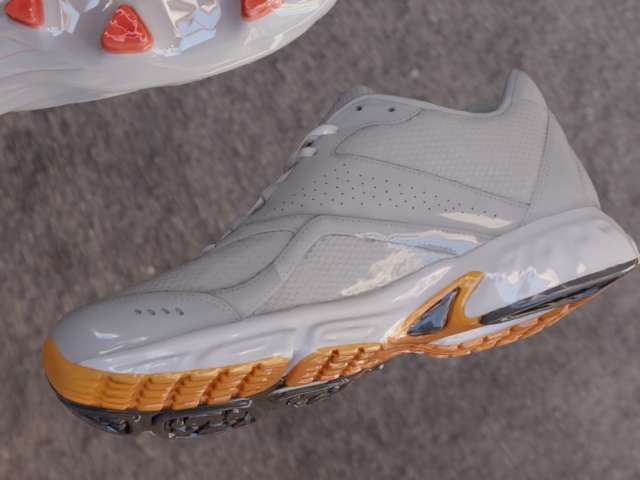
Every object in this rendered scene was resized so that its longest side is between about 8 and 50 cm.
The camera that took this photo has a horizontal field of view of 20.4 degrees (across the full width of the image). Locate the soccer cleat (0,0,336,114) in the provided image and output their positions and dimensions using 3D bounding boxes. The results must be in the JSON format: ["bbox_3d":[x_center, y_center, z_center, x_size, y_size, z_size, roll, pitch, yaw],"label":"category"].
[{"bbox_3d":[-0.087,-0.059,0.450,0.196,0.076,0.068,-12,84,5],"label":"soccer cleat"}]

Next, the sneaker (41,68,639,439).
[{"bbox_3d":[0.000,0.000,0.749,0.262,0.121,0.099,-14,163,-26],"label":"sneaker"}]
